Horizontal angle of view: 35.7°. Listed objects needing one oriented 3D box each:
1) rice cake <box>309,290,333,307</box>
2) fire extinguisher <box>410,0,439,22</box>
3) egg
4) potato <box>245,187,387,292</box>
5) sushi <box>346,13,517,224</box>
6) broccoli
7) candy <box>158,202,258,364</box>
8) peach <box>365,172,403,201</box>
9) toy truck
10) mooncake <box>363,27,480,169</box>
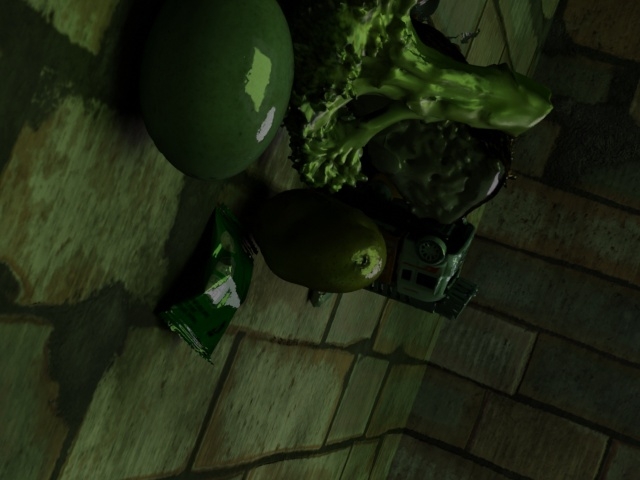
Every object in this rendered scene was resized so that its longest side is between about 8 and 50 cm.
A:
[{"bbox_3d":[0.031,0.078,2.048,0.211,0.034,0.043,-42,156,-58],"label":"rice cake"},{"bbox_3d":[0.118,-0.522,1.598,0.376,0.113,0.200,66,4,-67],"label":"fire extinguisher"},{"bbox_3d":[-0.115,-0.180,1.101,0.169,0.169,0.237,-33,139,-63],"label":"egg"},{"bbox_3d":[0.000,0.000,1.506,0.169,0.248,0.144,-25,119,-26],"label":"potato"},{"bbox_3d":[0.171,-0.196,1.673,0.349,0.234,0.207,58,33,-10],"label":"sushi"},{"bbox_3d":[0.131,-0.275,1.426,0.353,0.396,0.275,73,15,-56],"label":"broccoli"},{"bbox_3d":[-0.146,0.064,1.435,0.141,0.078,0.203,79,29,-59],"label":"candy"},{"bbox_3d":[0.194,-0.142,2.058,0.251,0.153,0.251,-50,167,-16],"label":"peach"},{"bbox_3d":[0.125,0.017,1.757,0.133,0.338,0.185,-48,153,-50],"label":"toy truck"},{"bbox_3d":[0.189,-0.290,1.988,0.347,0.057,0.150,-54,180,28],"label":"mooncake"}]
